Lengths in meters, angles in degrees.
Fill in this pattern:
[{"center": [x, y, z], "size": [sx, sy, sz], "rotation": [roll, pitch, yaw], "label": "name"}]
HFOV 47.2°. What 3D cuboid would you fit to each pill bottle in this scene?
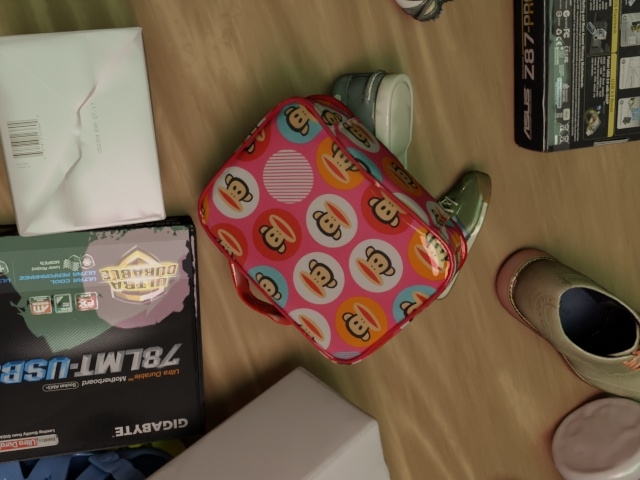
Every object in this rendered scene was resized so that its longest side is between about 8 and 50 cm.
[{"center": [0.506, 0.408, 1.164], "size": [0.169, 0.169, 0.301], "rotation": [-37, 110, -3], "label": "pill bottle"}]

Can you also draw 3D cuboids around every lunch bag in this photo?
[{"center": [0.000, 0.000, 0.882], "size": [0.293, 0.120, 0.258], "rotation": [47, 115, 4], "label": "lunch bag"}]

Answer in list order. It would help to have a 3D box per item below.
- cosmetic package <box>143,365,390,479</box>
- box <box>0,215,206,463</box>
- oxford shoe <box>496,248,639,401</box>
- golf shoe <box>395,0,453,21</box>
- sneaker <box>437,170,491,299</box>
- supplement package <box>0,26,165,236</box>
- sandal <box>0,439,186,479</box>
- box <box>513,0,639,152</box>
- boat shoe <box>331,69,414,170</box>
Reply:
[{"center": [-0.127, 0.386, 0.884], "size": [0.453, 0.161, 0.230], "rotation": [-32, 129, -28], "label": "cosmetic package"}, {"center": [-0.300, 0.123, 0.928], "size": [0.296, 0.073, 0.293], "rotation": [-3, 104, -14], "label": "box"}, {"center": [0.437, 0.160, 1.091], "size": [0.397, 0.146, 0.140], "rotation": [30, 94, -20], "label": "oxford shoe"}, {"center": [0.159, -0.375, 0.917], "size": [0.094, 0.077, 0.198], "rotation": [35, 92, -20], "label": "golf shoe"}, {"center": [0.164, -0.013, 1.017], "size": [0.086, 0.064, 0.192], "rotation": [15, 103, -23], "label": "sneaker"}, {"center": [-0.257, -0.127, 0.802], "size": [0.149, 0.203, 0.194], "rotation": [-7, 105, -13], "label": "supplement package"}, {"center": [-0.328, 0.330, 0.939], "size": [0.317, 0.138, 0.126], "rotation": [-13, 109, -10], "label": "sandal"}, {"center": [0.421, -0.333, 0.988], "size": [0.318, 0.097, 0.394], "rotation": [-9, 106, -11], "label": "box"}, {"center": [0.054, -0.066, 0.976], "size": [0.099, 0.116, 0.319], "rotation": [15, 113, 26], "label": "boat shoe"}]
